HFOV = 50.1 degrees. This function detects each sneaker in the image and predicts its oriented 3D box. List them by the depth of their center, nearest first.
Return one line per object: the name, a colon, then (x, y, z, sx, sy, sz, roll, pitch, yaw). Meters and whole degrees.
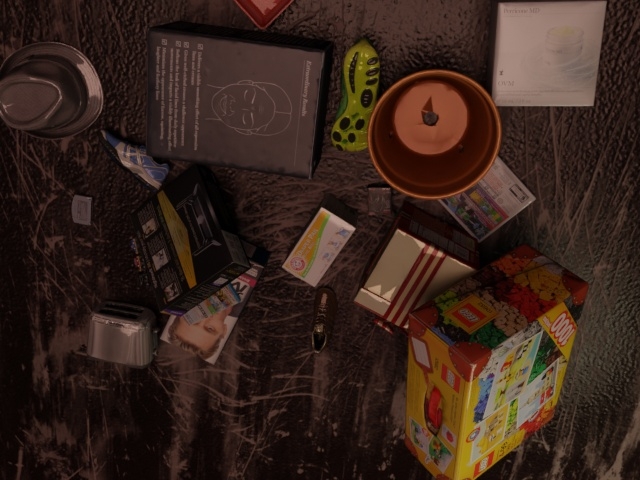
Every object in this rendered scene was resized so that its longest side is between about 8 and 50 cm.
sneaker: (0.094, -0.338, 1.624, 0.110, 0.123, 0.295, 11, 132, 1)
sneaker: (-0.483, -0.216, 1.772, 0.211, 0.080, 0.081, 41, 77, -3)
sneaker: (0.009, 0.224, 1.884, 0.066, 0.071, 0.188, 6, 113, 5)

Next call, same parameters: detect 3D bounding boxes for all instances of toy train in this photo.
toy train: (-0.499, 0.057, 1.904, 0.036, 0.027, 0.158, 3, 114, 18)

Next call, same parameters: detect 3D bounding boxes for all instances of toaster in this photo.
toaster: (-0.568, 0.263, 1.944, 0.227, 0.129, 0.146, 10, 109, 5)

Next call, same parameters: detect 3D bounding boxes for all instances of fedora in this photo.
fedora: (-0.696, -0.360, 1.702, 0.276, 0.124, 0.243, -7, 112, 10)

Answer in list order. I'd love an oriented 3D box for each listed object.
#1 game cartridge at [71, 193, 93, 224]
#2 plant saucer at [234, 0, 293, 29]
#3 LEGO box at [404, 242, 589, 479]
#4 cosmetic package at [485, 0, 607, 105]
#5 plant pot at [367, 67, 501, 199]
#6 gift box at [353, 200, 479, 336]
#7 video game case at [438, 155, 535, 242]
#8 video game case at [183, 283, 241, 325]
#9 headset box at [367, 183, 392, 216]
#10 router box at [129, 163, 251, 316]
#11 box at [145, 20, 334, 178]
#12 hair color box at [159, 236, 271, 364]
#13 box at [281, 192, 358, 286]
game cartridge: (-0.650, -0.085, 1.869, 0.056, 0.017, 0.083, 11, 113, -1)
plant saucer: (-0.126, -0.663, 1.549, 0.259, 0.047, 0.258, -39, 103, 20)
LEGO box: (0.401, 0.309, 1.632, 0.373, 0.193, 0.500, -28, 136, -24)
cosmetic package: (0.492, -0.421, 1.524, 0.224, 0.138, 0.224, 1, 111, 7)
plant pot: (0.258, -0.263, 1.581, 0.291, 0.203, 0.290, 3, 113, 7)
gift box: (0.250, 0.099, 1.699, 0.276, 0.255, 0.258, 31, 114, 4)
video game case: (0.404, -0.120, 1.721, 0.183, 0.023, 0.201, -41, 103, 20)
video game case: (-0.309, 0.145, 1.807, 0.166, 0.015, 0.119, -26, 105, 18)
headset box: (0.152, -0.101, 1.754, 0.062, 0.032, 0.083, 1, 111, 7)
router box: (-0.336, -0.001, 1.732, 0.243, 0.081, 0.308, -33, 63, 19)
box: (-0.185, -0.334, 1.602, 0.396, 0.212, 0.293, 9, 113, 4)
hair color box: (-0.288, 0.153, 1.874, 0.174, 0.105, 0.347, 27, 114, -4)
box: (0.000, 0.000, 1.770, 0.103, 0.114, 0.203, 32, 114, -6)
